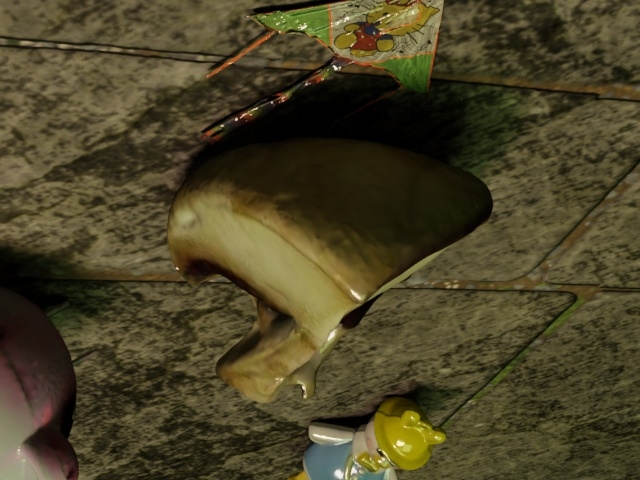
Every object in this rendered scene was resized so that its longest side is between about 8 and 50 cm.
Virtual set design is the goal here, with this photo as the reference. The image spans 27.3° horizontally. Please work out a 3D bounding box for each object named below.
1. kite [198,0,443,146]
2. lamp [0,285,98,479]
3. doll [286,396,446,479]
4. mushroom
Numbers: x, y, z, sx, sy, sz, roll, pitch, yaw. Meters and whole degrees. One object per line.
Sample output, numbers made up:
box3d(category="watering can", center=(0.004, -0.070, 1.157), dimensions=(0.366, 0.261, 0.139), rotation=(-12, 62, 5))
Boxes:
box3d(category="kite", center=(0.004, -0.129, 1.005), dimensions=(0.244, 0.006, 0.198), rotation=(-31, 146, 32))
box3d(category="lamp", center=(-0.336, 0.149, 1.225), dimensions=(0.247, 0.247, 0.301), rotation=(-27, 177, -45))
box3d(category="doll", center=(0.059, 0.267, 1.666), dimensions=(0.098, 0.135, 0.241), rotation=(-23, 170, -48))
box3d(category="mushroom", center=(0.006, -0.008, 1.119), dimensions=(0.217, 0.212, 0.292), rotation=(-42, 165, -30))
